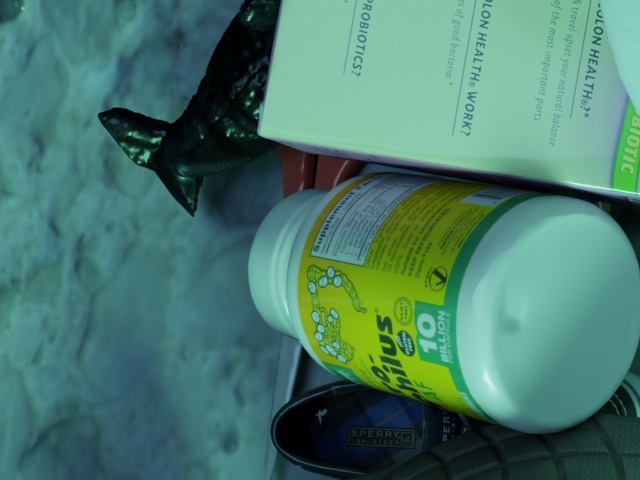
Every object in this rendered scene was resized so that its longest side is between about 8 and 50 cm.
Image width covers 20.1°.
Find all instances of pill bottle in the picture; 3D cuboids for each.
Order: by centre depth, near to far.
[{"bbox_3d":[0.056,0.025,0.946,0.208,0.117,0.118,12,91,52],"label":"pill bottle"}]

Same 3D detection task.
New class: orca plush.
[{"bbox_3d":[-0.029,-0.135,1.058,0.287,0.102,0.151,-28,69,28],"label":"orca plush"}]

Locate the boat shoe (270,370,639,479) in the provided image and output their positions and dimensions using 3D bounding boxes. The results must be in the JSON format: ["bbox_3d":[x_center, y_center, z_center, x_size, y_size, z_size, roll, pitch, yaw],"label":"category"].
[{"bbox_3d":[0.072,0.102,0.997,0.228,0.076,0.080,-1,84,35],"label":"boat shoe"}]

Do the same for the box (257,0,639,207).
[{"bbox_3d":[0.113,-0.134,0.921,0.243,0.117,0.213,9,90,13],"label":"box"}]

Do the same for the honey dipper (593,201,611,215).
[{"bbox_3d":[0.155,-0.025,0.985,0.030,0.030,0.161,1,89,35],"label":"honey dipper"}]

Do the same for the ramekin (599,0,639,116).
[{"bbox_3d":[0.250,-0.130,0.780,0.135,0.277,0.277,11,91,58],"label":"ramekin"}]

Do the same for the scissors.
[{"bbox_3d":[0.000,0.000,1.093,0.109,0.021,0.297,-7,78,32],"label":"scissors"}]

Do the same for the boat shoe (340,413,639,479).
[{"bbox_3d":[0.062,0.183,0.923,0.355,0.132,0.130,-16,104,35],"label":"boat shoe"}]
